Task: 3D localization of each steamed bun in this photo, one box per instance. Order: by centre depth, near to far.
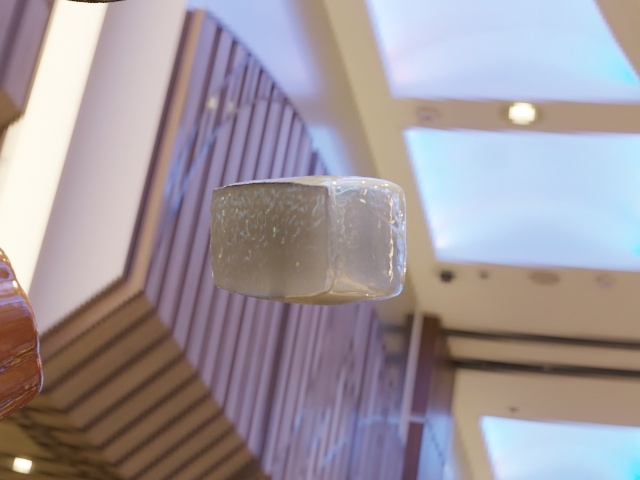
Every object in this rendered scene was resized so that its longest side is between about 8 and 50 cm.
[{"bbox_3d":[0.000,0.000,1.607,0.164,0.146,0.241,2,-1,-41],"label":"steamed bun"}]

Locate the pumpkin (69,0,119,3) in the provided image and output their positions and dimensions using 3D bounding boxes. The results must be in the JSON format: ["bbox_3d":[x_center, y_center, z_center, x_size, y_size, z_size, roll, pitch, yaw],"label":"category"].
[{"bbox_3d":[-0.270,-0.350,1.412,0.149,0.254,0.130,-32,-11,-7],"label":"pumpkin"}]

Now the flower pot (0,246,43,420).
[{"bbox_3d":[-0.306,0.084,1.048,0.173,0.191,0.190,-15,-14,-30],"label":"flower pot"}]
